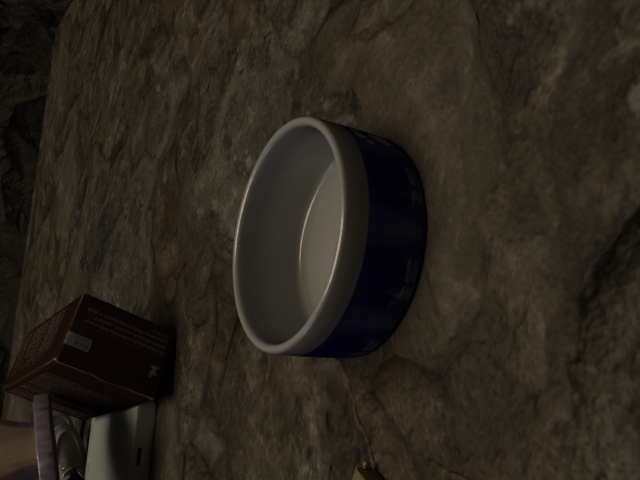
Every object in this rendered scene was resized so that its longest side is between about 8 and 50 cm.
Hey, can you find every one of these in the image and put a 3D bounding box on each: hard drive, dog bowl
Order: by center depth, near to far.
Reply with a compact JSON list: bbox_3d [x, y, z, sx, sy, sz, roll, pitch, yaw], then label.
[{"bbox_3d":[0.000,0.000,0.865,0.265,0.104,0.265,-27,58,56],"label":"dog bowl"},{"bbox_3d":[-0.404,0.409,1.521,0.307,0.040,0.203,-10,73,59],"label":"hard drive"}]

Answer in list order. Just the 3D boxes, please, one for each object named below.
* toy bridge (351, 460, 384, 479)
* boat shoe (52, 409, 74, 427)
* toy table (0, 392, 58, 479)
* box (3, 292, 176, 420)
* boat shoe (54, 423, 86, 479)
[{"bbox_3d":[0.023,0.318,0.809,0.063,0.026,0.188,35,111,60],"label":"toy bridge"},{"bbox_3d":[-0.624,0.553,1.807,0.103,0.113,0.303,7,98,59],"label":"boat shoe"},{"bbox_3d":[-0.549,0.384,1.343,0.274,0.160,0.252,-173,76,-69],"label":"toy table"},{"bbox_3d":[-0.452,0.234,1.459,0.381,0.191,0.143,-24,43,52],"label":"box"},{"bbox_3d":[-0.566,0.544,1.714,0.088,0.096,0.268,-33,55,48],"label":"boat shoe"}]
